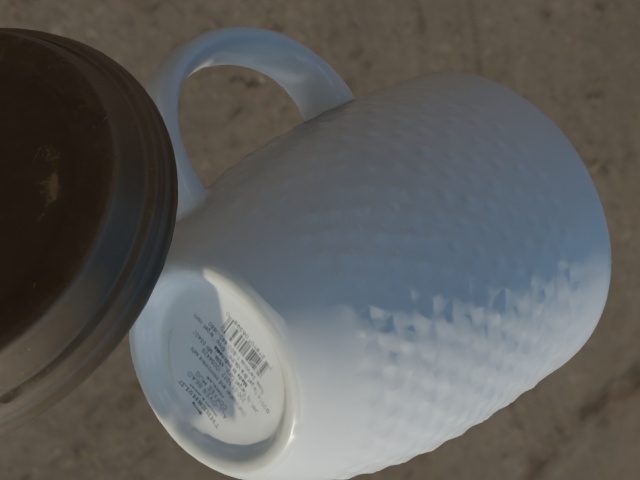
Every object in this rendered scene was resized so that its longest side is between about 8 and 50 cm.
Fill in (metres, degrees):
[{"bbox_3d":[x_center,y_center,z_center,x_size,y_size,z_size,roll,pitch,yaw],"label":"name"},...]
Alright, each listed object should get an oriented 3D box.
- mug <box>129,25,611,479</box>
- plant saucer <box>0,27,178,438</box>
[{"bbox_3d":[0.000,0.000,1.314,0.328,0.374,0.276,-27,174,-45],"label":"mug"},{"bbox_3d":[-0.215,-0.011,0.942,0.278,0.278,0.041,-41,147,-7],"label":"plant saucer"}]
